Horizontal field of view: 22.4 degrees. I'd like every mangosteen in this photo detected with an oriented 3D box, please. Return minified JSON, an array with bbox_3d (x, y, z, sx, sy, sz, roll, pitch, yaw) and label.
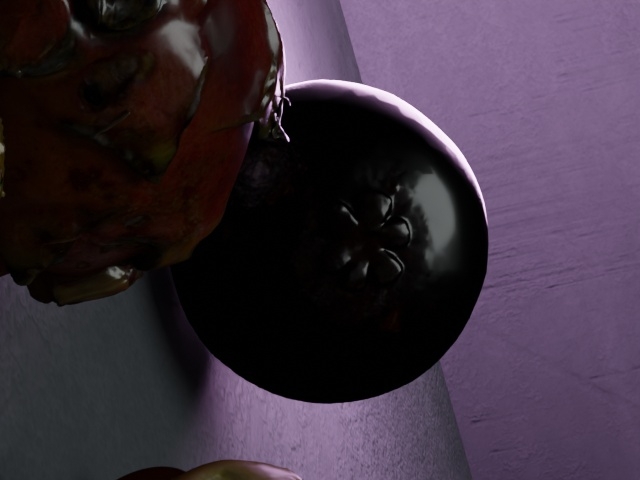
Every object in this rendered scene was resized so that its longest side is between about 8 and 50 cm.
[{"bbox_3d":[0.013,-0.001,1.475,0.313,0.297,0.297,-15,92,-75],"label":"mangosteen"}]

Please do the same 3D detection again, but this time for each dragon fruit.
[{"bbox_3d":[-0.142,-0.098,0.938,0.315,0.250,0.250,61,19,-48],"label":"dragon fruit"}]

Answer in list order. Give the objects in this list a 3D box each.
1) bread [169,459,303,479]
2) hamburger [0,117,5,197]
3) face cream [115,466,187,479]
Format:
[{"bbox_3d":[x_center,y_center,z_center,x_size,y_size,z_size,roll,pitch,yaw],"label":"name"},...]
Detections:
[{"bbox_3d":[-0.044,0.318,0.925,0.328,0.148,0.337,-46,128,-45],"label":"bread"},{"bbox_3d":[-0.231,-0.044,0.732,0.185,0.113,0.177,27,54,-60],"label":"hamburger"},{"bbox_3d":[-0.092,0.269,1.153,0.096,0.096,0.214,-86,160,-55],"label":"face cream"}]
